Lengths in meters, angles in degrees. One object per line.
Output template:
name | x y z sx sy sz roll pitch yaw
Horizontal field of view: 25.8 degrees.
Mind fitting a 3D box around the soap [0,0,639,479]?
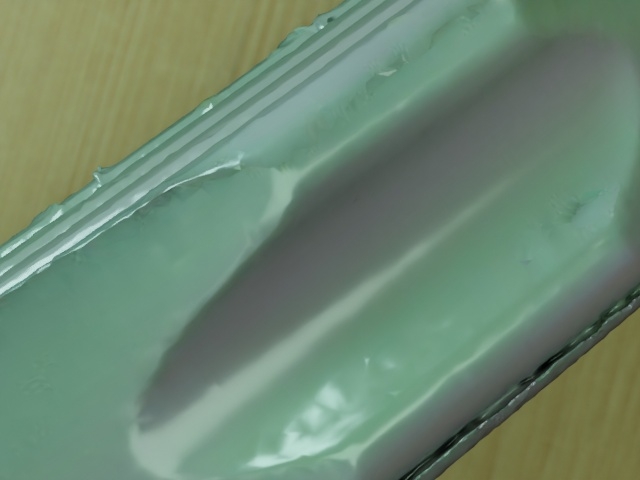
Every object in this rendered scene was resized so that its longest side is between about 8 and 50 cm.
soap | 0.000 0.000 0.605 0.446 0.261 0.156 -37 102 -16
